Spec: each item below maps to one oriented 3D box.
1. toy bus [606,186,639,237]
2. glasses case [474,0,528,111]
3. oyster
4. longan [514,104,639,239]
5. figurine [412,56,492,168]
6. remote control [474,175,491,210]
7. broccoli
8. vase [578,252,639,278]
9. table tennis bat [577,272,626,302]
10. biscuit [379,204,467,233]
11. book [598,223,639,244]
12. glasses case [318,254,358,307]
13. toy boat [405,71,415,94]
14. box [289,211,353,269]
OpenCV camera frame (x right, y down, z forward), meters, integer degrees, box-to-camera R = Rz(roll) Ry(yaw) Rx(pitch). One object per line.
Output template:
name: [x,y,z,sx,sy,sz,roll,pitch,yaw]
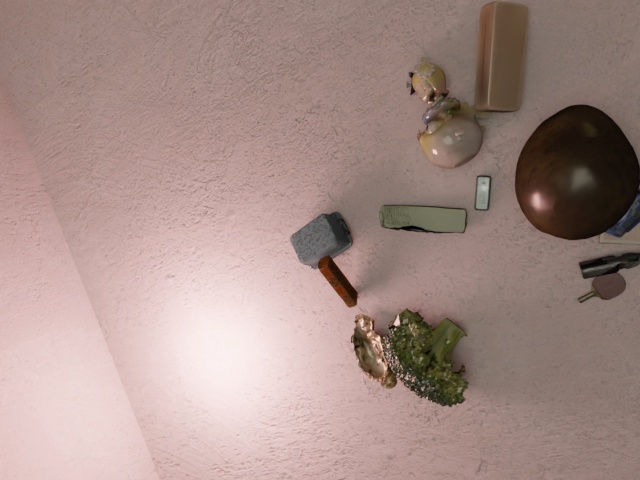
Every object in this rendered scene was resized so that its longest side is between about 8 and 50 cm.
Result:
toy bus: [0.978,-0.112,1.661,0.094,0.079,0.236,42,110,11]
glasses case: [0.587,-0.591,1.734,0.144,0.076,0.336,-2,100,-21]
oyster: [0.213,0.426,2.077,0.166,0.094,0.294,-19,80,50]
longan: [0.764,-0.195,1.601,0.336,0.404,0.404,5,100,16]
figurine: [0.437,-0.450,1.829,0.274,0.226,0.394,-21,78,-6]
remote control: [0.572,-0.167,1.877,0.053,0.018,0.124,5,100,23]
broccoli: [0.377,0.423,1.927,0.338,0.277,0.317,12,83,12]
vase: [0.958,0.074,1.728,0.211,0.060,0.060,-17,92,25]
table tennis bat: [0.937,0.165,1.780,0.156,0.013,0.087,-37,86,22]
biscuit: [0.374,-0.079,1.965,0.322,0.038,0.099,4,97,23]
book: [1.029,-0.068,1.699,0.242,0.018,0.170,4,98,22]
glasses case: [0.068,0.161,2.059,0.049,0.075,0.218,-25,118,23]
toy boat: [0.323,-0.563,1.909,0.038,0.038,0.083,-2,98,23]
box: [0.000,0.000,2.086,0.227,0.130,0.162,-34,69,23]
